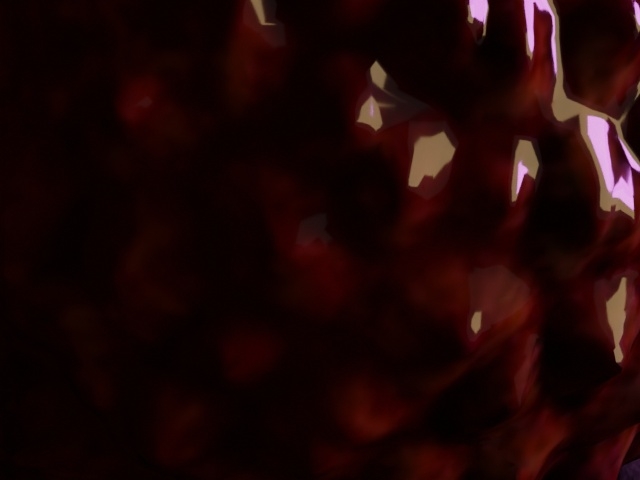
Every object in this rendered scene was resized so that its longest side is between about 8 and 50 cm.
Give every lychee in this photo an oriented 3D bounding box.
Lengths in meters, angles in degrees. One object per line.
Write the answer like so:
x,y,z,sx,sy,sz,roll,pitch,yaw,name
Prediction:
0.003,-0.098,0.730,0.424,0.424,0.500,-30,140,-74,lychee
